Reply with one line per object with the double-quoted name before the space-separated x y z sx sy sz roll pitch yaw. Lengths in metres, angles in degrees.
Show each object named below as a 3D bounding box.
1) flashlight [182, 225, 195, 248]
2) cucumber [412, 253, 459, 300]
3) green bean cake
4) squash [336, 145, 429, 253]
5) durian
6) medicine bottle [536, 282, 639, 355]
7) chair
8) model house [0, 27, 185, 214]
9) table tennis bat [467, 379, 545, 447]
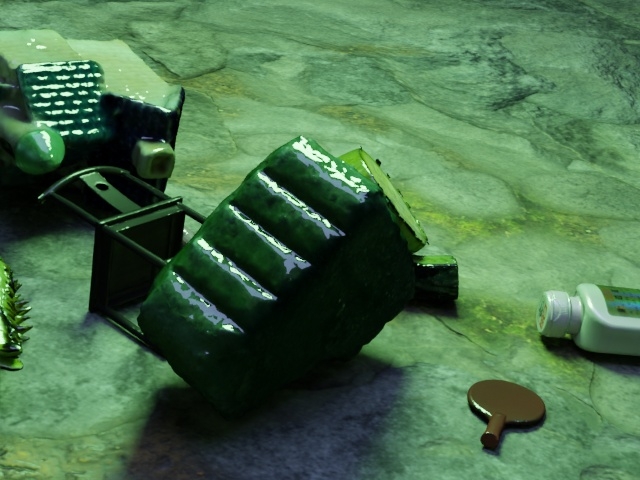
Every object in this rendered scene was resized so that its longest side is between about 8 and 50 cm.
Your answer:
"flashlight" -0.181 0.011 1.835 0.052 0.031 0.110 17 17 -47
"cucumber" 0.086 0.054 1.808 0.211 0.062 0.078 -1 10 -2
"green bean cake" -0.049 0.063 1.537 0.169 0.300 0.308 38 78 24
"squash" 0.000 0.000 1.851 0.260 0.189 0.189 -34 28 8
"durian" -0.415 0.065 1.565 0.132 0.107 0.375 -7 31 -23
"medicine bottle" 0.407 0.108 1.760 0.219 0.078 0.115 5 28 -6
"chair" -0.233 0.018 1.676 0.260 0.141 0.154 30 33 33
"model house" -0.349 -0.152 1.869 0.298 0.243 0.284 -11 33 -40
"table tennis bat" 0.221 0.208 1.573 0.098 0.019 0.155 16 25 14
